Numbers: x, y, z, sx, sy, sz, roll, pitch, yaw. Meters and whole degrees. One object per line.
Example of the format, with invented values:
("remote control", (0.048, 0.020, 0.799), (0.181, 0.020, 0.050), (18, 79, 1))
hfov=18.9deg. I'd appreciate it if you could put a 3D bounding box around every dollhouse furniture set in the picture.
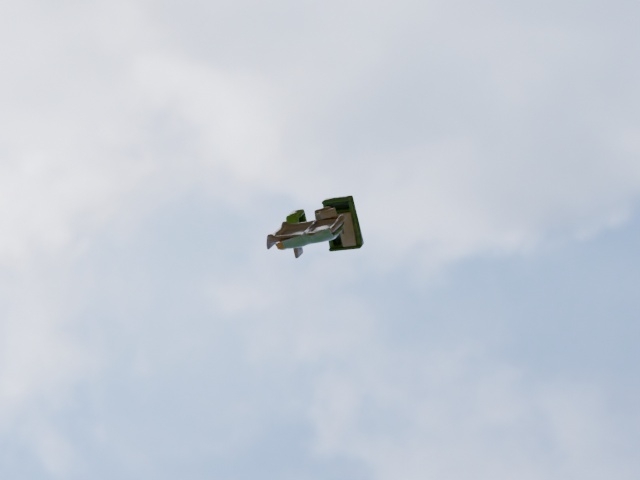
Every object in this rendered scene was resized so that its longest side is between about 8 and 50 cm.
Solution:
("dollhouse furniture set", (0.000, 0.000, 2.048), (0.076, 0.059, 0.151), (-7, -166, 19))
